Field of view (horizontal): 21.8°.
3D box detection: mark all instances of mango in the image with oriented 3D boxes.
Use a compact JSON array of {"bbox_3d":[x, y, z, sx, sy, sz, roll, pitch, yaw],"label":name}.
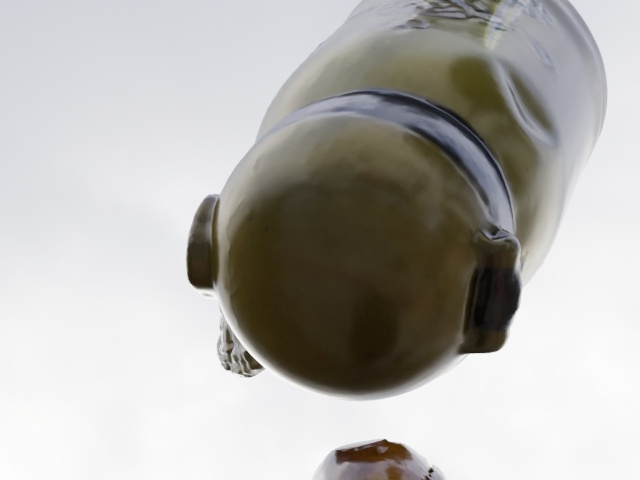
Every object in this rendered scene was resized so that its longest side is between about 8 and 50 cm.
[{"bbox_3d":[0.023,0.118,0.663,0.063,0.077,0.127,11,-19,1],"label":"mango"}]

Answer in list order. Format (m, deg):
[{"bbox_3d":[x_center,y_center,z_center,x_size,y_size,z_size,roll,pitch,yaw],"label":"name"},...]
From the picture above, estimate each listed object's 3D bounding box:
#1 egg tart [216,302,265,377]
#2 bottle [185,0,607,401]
[{"bbox_3d":[0.000,0.000,1.409,0.095,0.279,0.279,47,-42,-13],"label":"egg tart"},{"bbox_3d":[0.046,-0.037,0.871,0.171,0.351,0.172,5,-69,15],"label":"bottle"}]
